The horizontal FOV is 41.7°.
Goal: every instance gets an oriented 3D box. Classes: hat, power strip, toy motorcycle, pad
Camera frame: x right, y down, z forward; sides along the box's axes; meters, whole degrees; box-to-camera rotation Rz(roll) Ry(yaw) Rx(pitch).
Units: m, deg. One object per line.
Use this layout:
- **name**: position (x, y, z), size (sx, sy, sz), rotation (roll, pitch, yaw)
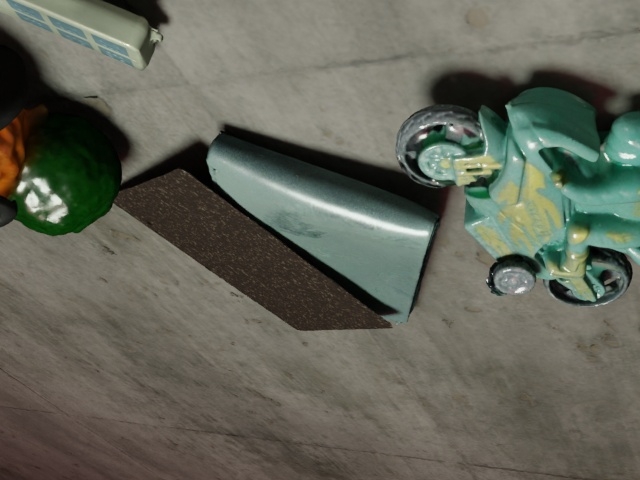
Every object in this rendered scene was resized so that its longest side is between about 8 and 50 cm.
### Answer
- **hat**: position (-0.412, -0.100, 0.837), size (0.285, 0.285, 0.400), rotation (-4, 155, 33)
- **power strip**: position (-0.233, -0.204, 0.735), size (0.192, 0.035, 0.081), rotation (21, 177, -6)
- **toy motorcycle**: position (0.217, -0.042, 0.740), size (0.198, 0.109, 0.296), rotation (-23, 130, 35)
- **pad**: position (-0.087, 0.025, 1.023), size (0.330, 0.004, 0.220), rotation (38, 155, -26)

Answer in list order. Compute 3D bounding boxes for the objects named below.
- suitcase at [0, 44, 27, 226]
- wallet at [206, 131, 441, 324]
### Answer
- **suitcase**: position (-0.367, -0.168, 0.522), size (0.339, 0.345, 0.188), rotation (-3, 158, -21)
- **wallet**: position (0.000, -0.001, 0.957), size (0.251, 0.054, 0.290), rotation (20, 157, 7)
